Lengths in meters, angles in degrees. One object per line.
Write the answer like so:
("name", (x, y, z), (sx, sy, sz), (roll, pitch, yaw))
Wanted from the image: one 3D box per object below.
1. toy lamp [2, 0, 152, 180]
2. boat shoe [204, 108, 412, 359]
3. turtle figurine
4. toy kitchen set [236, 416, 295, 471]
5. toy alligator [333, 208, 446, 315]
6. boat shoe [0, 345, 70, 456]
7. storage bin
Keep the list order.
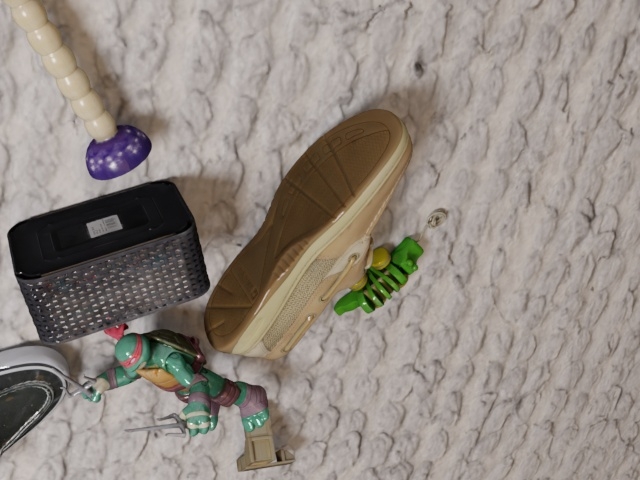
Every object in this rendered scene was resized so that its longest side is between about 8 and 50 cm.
("toy lamp", (-0.251, -0.180, 0.820), (0.080, 0.080, 0.275), (-29, 127, -7))
("boat shoe", (0.000, 0.000, 1.021), (0.110, 0.122, 0.341), (23, 117, -38))
("turtle figurine", (-0.171, 0.161, 1.008), (0.234, 0.175, 0.118), (33, 76, -48))
("toy kitchen set", (-0.073, 0.262, 1.186), (0.068, 0.075, 0.083), (-3, 159, -20))
("toy alligator", (0.095, 0.036, 1.117), (0.189, 0.051, 0.056), (-42, 127, 3))
("boat shoe", (-0.406, 0.230, 0.968), (0.306, 0.105, 0.113), (-28, 126, -8))
("storage bin", (-0.217, 0.019, 0.920), (0.180, 0.122, 0.084), (-19, 124, -14))
